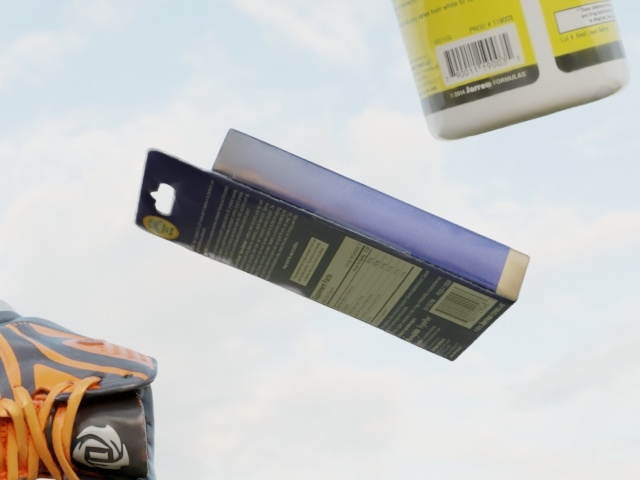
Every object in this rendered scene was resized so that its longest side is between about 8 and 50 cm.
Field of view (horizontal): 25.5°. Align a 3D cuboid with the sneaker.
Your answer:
[{"bbox_3d":[-0.201,0.116,0.867,0.180,0.125,0.321,10,20,17],"label":"sneaker"}]

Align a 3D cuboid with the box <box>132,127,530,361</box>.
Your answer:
[{"bbox_3d":[0.000,0.000,0.853,0.225,0.036,0.136,22,-22,-3],"label":"box"}]

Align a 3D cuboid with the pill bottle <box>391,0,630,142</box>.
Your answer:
[{"bbox_3d":[0.144,-0.268,1.252,0.188,0.334,0.188,-15,3,1],"label":"pill bottle"}]
